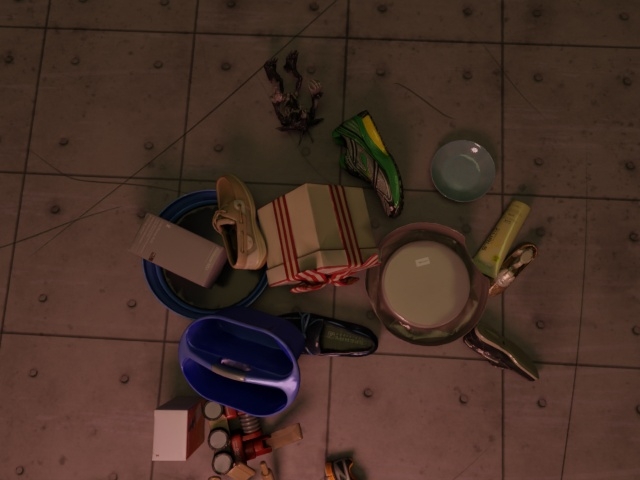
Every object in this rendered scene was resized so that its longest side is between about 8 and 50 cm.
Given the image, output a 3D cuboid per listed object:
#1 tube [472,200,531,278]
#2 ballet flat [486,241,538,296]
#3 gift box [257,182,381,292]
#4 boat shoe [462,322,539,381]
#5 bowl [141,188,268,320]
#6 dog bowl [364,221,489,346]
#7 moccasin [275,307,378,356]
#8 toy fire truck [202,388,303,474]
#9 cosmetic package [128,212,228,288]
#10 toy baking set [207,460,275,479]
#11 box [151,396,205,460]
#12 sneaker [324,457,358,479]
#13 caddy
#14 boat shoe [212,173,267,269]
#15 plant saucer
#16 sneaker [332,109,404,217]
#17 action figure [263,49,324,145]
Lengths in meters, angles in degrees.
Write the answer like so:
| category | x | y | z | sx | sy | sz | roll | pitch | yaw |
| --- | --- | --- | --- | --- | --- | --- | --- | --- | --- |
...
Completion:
| category | x | y | z | sx | sy | sz | roll | pitch | yaw |
| --- | --- | --- | --- | --- | --- | --- | --- | --- | --- |
| tube | 0.537 | -0.005 | 1.370 | 0.062 | 0.070 | 0.240 | 34 | 86 | -8 |
| ballet flat | 0.557 | 0.080 | 1.355 | 0.073 | 0.067 | 0.206 | 41 | 85 | 5 |
| gift box | 0.000 | 0.000 | 1.239 | 0.255 | 0.276 | 0.257 | -4 | 78 | -39 |
| boat shoe | 0.520 | 0.329 | 1.328 | 0.233 | 0.084 | 0.079 | 35 | 122 | -1 |
| bowl | -0.325 | 0.044 | 1.379 | 0.392 | 0.077 | 0.390 | 0 | 82 | 2 |
| dog bowl | 0.298 | 0.126 | 1.339 | 0.350 | 0.102 | 0.348 | 0 | 82 | 1 |
| moccasin | -0.004 | 0.262 | 1.319 | 0.343 | 0.117 | 0.137 | 1 | 82 | 2 |
| toy fire truck | -0.188 | 0.511 | 1.284 | 0.247 | 0.158 | 0.216 | -11 | 81 | -12 |
| cosmetic package | -0.389 | 0.031 | 1.294 | 0.238 | 0.107 | 0.127 | 22 | 80 | 8 |
| toy baking set | -0.212 | 0.686 | 1.255 | 0.197 | 0.030 | 0.256 | -16 | 118 | 0 |
| box | -0.383 | 0.510 | 1.267 | 0.091 | 0.170 | 0.129 | 0 | 83 | 2 |
| sneaker | 0.088 | 0.706 | 1.273 | 0.083 | 0.084 | 0.214 | -25 | 81 | -7 |
| caddy | -0.202 | 0.312 | 1.207 | 0.342 | 0.179 | 0.241 | 13 | 104 | 15 |
| boat shoe | -0.240 | -0.058 | 1.269 | 0.109 | 0.098 | 0.302 | -38 | 63 | 39 |
| plant saucer | 0.431 | -0.209 | 1.414 | 0.195 | 0.037 | 0.194 | 0 | 82 | 1 |
| sneaker | 0.147 | -0.213 | 1.390 | 0.147 | 0.134 | 0.343 | -26 | 73 | 5 |
| action figure | -0.082 | -0.437 | 1.411 | 0.164 | 0.141 | 0.275 | -18 | 80 | -13 |
